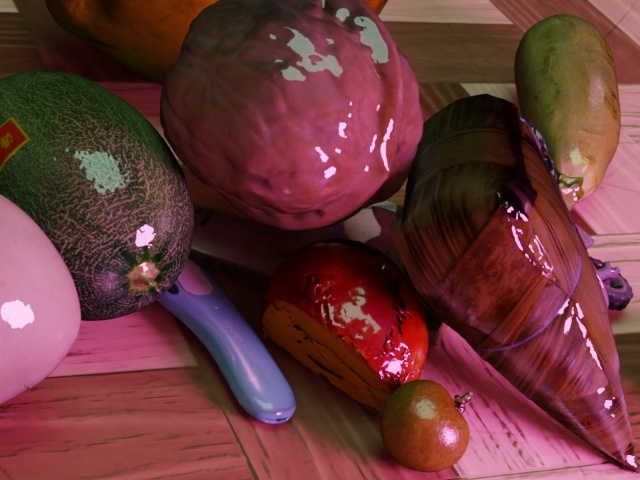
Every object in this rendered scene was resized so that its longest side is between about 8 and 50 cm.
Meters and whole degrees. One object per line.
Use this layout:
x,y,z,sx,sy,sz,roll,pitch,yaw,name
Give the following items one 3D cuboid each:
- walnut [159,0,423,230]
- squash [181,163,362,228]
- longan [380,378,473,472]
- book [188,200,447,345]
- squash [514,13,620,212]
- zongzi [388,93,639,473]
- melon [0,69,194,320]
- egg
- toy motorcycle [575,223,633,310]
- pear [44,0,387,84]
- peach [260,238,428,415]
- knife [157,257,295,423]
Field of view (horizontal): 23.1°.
-0.019,-0.110,1.286,0.224,0.224,0.224,10,31,-6,walnut
-0.037,-0.069,1.452,0.187,0.123,0.123,14,31,-5,squash
0.088,0.145,1.242,0.083,0.075,0.075,-29,44,-10,longan
0.000,0.000,1.491,0.290,0.026,0.201,19,33,8,book
0.281,-0.148,1.755,0.118,0.118,0.370,11,32,-4,squash
0.186,0.035,1.366,0.300,0.138,0.286,51,20,-15,zongzi
-0.205,-0.035,1.312,0.182,0.182,0.288,-9,33,-33,melon
-0.302,0.038,1.153,0.253,0.186,0.186,10,31,-2,egg
0.197,0.015,1.488,0.215,0.080,0.122,32,25,2,toy motorcycle
-0.103,-0.330,1.686,0.414,0.352,0.352,-9,37,-21,pear
0.026,0.066,1.318,0.127,0.092,0.172,-13,44,-21,peach
-0.087,0.080,1.324,0.064,0.031,0.222,-5,39,-35,knife
